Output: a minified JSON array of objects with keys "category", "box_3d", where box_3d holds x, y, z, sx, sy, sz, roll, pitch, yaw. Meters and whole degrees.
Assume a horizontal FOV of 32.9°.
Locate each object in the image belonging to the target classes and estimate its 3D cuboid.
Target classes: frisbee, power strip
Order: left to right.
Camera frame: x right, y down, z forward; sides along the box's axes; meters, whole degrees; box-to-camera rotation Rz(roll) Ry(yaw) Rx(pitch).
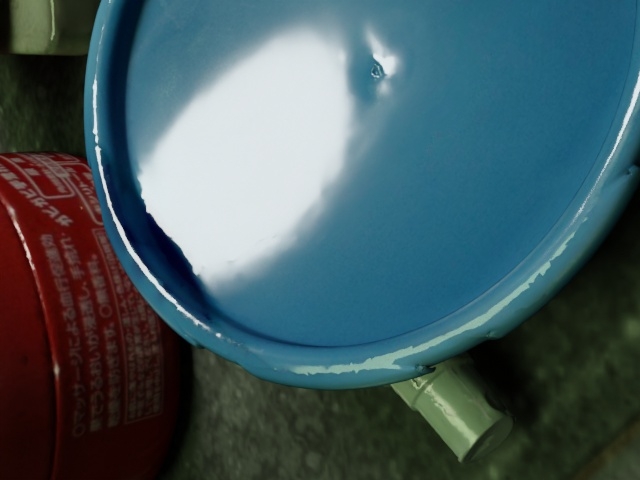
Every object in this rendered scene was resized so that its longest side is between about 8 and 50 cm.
[{"category":"power strip","box_3d":[-0.213,-0.159,0.653,0.288,0.053,0.093,11,107,45]},{"category":"frisbee","box_3d":[0.013,-0.066,0.397,0.242,0.045,0.242,-7,77,32]}]

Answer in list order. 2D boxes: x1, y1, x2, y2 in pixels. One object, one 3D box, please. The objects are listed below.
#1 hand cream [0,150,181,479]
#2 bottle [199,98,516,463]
[{"category":"hand cream","box_3d":[-0.192,0.060,0.608,0.230,0.149,0.230,16,111,47]},{"category":"bottle","box_3d":[0.000,0.000,0.445,0.217,0.060,0.060,52,132,29]}]
